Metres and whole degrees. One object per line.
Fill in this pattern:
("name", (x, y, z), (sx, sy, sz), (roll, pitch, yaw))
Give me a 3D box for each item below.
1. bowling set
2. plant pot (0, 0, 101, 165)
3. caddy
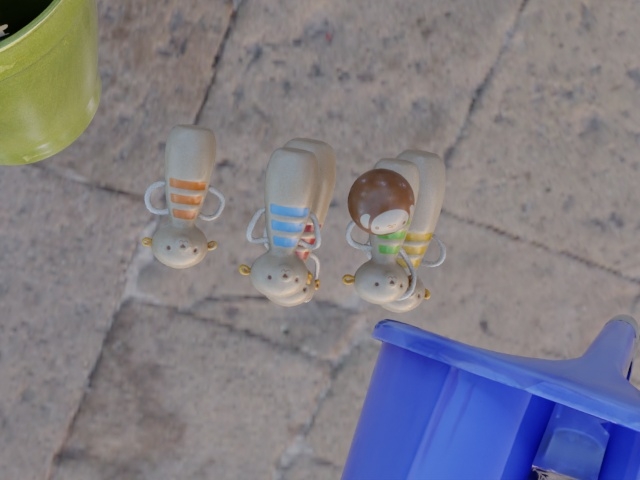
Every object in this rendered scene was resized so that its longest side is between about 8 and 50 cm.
("bowling set", (0.000, 0.000, 1.160), (0.287, 0.200, 0.154), (5, 101, -16))
("plant pot", (-0.448, -0.284, 1.841), (0.366, 0.367, 0.353), (-6, 152, 3))
("caddy", (0.140, 0.126, 0.755), (0.241, 0.341, 0.179), (20, 86, 15))
